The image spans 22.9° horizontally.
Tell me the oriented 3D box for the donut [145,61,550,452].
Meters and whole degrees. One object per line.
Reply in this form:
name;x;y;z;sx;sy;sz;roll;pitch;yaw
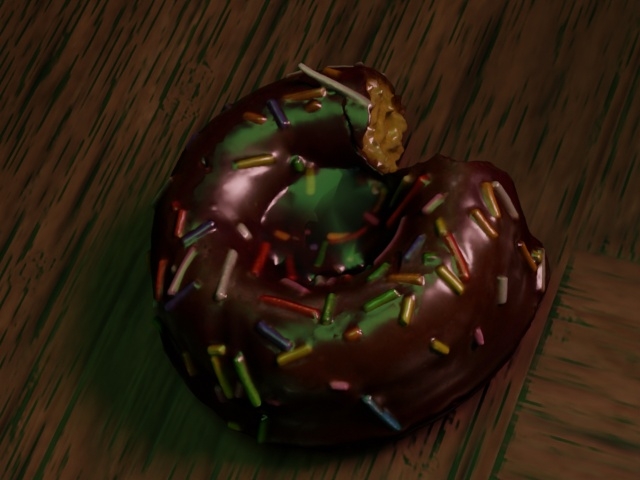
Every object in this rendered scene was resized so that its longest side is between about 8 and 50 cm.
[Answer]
donut;0.001;0.001;0.877;0.216;0.096;0.230;-27;58;-1
